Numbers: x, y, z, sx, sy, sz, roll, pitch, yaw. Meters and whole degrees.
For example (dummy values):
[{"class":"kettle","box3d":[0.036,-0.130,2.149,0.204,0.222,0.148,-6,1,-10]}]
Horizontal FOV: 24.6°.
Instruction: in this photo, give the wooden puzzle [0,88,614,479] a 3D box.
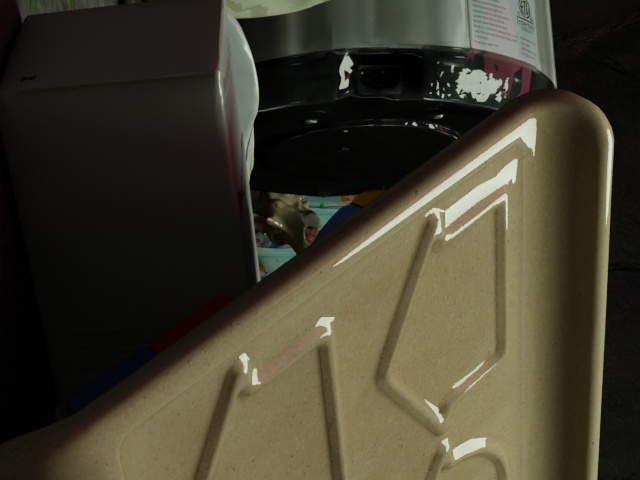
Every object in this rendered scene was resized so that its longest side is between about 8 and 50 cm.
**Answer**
[{"class":"wooden puzzle","box3d":[0.002,0.119,0.732,0.080,0.347,0.322,31,-39,39]}]

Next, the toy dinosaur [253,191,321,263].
[{"class":"toy dinosaur","box3d":[-0.078,-0.104,1.629,0.296,0.127,0.200,-102,-174,-60]}]

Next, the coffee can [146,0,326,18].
[{"class":"coffee can","box3d":[-0.063,-0.332,1.086,0.201,0.201,0.275,83,2,-71]}]

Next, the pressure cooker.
[{"class":"pressure cooker","box3d":[0.035,-0.275,1.377,0.370,0.375,0.421,55,32,-77]}]

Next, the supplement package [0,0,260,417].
[{"class":"supplement package","box3d":[-0.088,-0.017,0.729,0.105,0.105,0.179,-92,177,-61]}]

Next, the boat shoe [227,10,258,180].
[{"class":"boat shoe","box3d":[-0.094,-0.074,1.173,0.088,0.096,0.268,-101,-174,-57]}]

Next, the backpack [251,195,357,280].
[{"class":"backpack","box3d":[0.000,0.000,1.842,0.225,0.253,0.191,-85,166,-66]}]
